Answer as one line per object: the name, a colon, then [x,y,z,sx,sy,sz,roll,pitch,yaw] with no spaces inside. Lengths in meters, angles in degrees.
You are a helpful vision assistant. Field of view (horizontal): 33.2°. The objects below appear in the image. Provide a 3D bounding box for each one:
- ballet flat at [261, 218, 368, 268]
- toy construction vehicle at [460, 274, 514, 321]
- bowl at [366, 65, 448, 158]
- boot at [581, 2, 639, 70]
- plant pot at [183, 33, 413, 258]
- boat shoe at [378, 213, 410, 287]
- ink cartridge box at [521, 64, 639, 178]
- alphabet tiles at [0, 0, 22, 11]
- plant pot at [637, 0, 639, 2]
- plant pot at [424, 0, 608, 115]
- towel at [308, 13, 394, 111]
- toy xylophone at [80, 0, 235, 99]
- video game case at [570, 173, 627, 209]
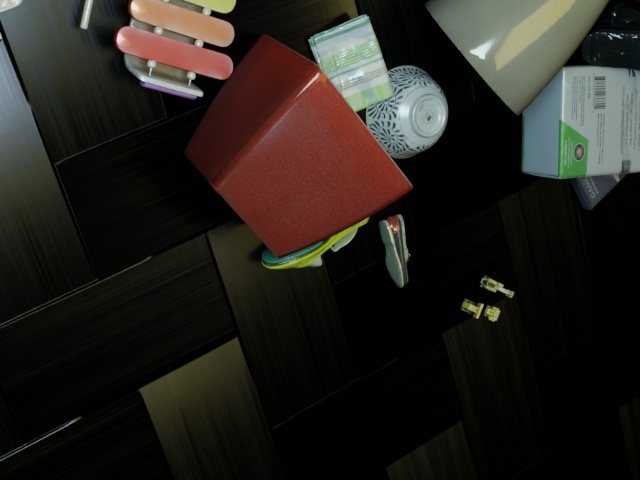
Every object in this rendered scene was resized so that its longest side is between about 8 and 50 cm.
ballet flat: [0.000,0.000,1.876,0.231,0.077,0.077,-37,134,-22]
toy construction vehicle: [0.334,0.120,2.126,0.098,0.035,0.086,28,86,-33]
bowl: [0.173,-0.227,1.924,0.170,0.080,0.170,-7,104,-31]
boot: [0.625,-0.383,2.043,0.207,0.246,0.094,-53,149,-57]
plant pot: [-0.060,-0.133,1.711,0.235,0.267,0.267,-42,120,-2]
boat shoe: [0.144,0.020,1.982,0.043,0.049,0.137,-22,107,-28]
ink cartridge box: [0.544,-0.237,2.097,0.289,0.121,0.211,-5,100,-28]
alphabet tiles: [-0.445,-0.481,1.520,0.284,0.021,0.278,-29,117,-23]
plant pot: [0.658,-0.563,2.058,0.265,0.272,0.272,13,94,-25]
plant pot: [0.363,-0.401,1.838,0.274,0.256,0.256,-41,123,15]
towel: [0.056,-0.298,1.845,0.113,0.023,0.152,-23,109,-4]
toy xylophone: [-0.234,-0.382,1.628,0.236,0.081,0.323,1,101,-37]
video game case: [0.606,-0.223,2.226,0.274,0.026,0.196,-41,119,-17]
